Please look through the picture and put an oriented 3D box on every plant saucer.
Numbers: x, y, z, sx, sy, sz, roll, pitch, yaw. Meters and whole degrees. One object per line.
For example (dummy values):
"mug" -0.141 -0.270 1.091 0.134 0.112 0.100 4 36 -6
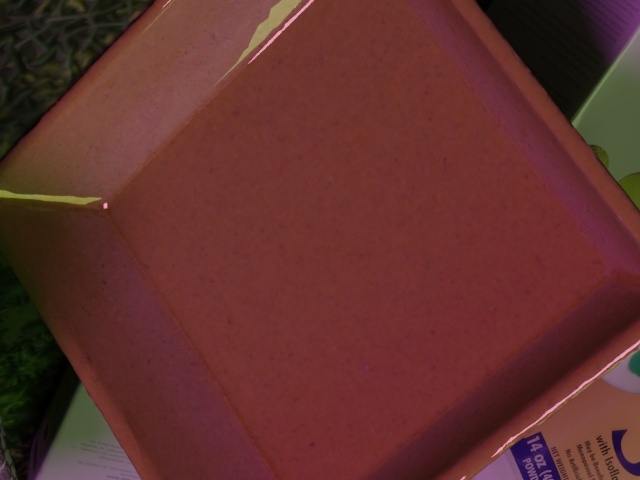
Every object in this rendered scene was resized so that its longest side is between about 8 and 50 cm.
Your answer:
"plant saucer" 0.000 0.000 0.908 0.333 0.333 0.081 -42 161 22

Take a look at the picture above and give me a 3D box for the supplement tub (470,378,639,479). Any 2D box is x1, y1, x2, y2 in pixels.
"supplement tub" 0.263 0.144 1.352 0.331 0.241 0.241 -22 147 -7

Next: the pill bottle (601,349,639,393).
"pill bottle" 0.305 -0.071 1.113 0.361 0.204 0.204 -40 145 20

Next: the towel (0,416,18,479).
"towel" -0.286 0.154 0.892 0.235 0.121 0.283 -20 146 -12

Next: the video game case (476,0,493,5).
"video game case" 0.159 -0.206 0.992 0.143 0.019 0.157 3 137 -39

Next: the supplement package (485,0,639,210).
"supplement package" 0.156 -0.059 0.975 0.139 0.134 0.244 24 108 -33

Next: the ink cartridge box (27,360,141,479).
"ink cartridge box" -0.062 0.167 1.229 0.304 0.072 0.307 13 136 -18
